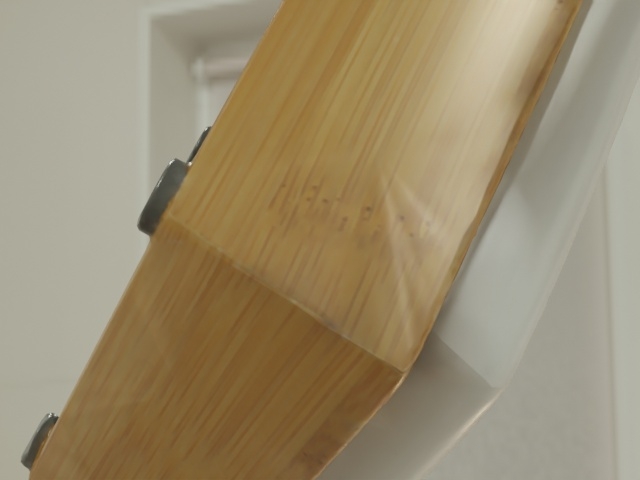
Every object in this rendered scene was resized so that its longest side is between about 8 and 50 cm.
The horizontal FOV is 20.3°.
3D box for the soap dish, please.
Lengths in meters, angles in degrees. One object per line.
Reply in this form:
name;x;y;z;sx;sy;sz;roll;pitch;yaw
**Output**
soap dish;0.000;0.000;0.647;0.118;0.229;0.291;29;-32;-4
